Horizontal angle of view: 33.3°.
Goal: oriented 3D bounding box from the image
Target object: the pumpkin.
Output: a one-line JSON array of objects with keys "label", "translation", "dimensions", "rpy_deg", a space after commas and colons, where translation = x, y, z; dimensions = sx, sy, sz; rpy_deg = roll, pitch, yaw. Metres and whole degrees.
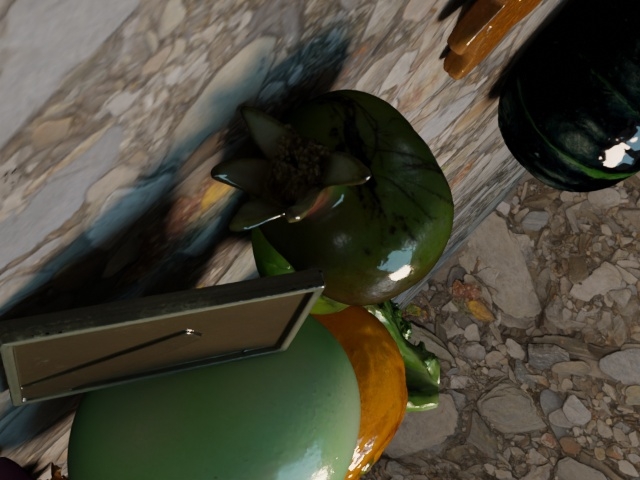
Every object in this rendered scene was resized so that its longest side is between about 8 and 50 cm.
[{"label": "pumpkin", "translation": [0.385, -0.193, 1.389], "dimensions": [0.315, 0.238, 0.315], "rpy_deg": [-42, 176, -4]}]

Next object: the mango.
[{"label": "mango", "translation": [0.000, 0.000, 0.927], "dimensions": [0.233, 0.111, 0.125], "rpy_deg": [56, 48, -71]}]

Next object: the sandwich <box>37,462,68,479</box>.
[{"label": "sandwich", "translation": [-0.227, 0.312, 1.011], "dimensions": [0.079, 0.235, 0.159], "rpy_deg": [-22, -166, 12]}]

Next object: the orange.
[{"label": "orange", "translation": [-0.029, 0.178, 1.208], "dimensions": [0.261, 0.261, 0.261], "rpy_deg": [-44, 171, -9]}]

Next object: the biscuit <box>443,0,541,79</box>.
[{"label": "biscuit", "translation": [0.164, -0.220, 0.904], "dimensions": [0.165, 0.036, 0.250], "rpy_deg": [-46, 175, 1]}]

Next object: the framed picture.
[{"label": "framed picture", "translation": [-0.108, 0.066, 0.714], "dimensions": [0.203, 0.015, 0.150], "rpy_deg": [-10, 160, -16]}]

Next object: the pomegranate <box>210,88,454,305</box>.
[{"label": "pomegranate", "translation": [0.009, -0.036, 0.730], "dimensions": [0.131, 0.152, 0.191], "rpy_deg": [-48, 151, 12]}]

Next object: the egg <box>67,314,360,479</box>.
[{"label": "egg", "translation": [-0.087, 0.165, 0.895], "dimensions": [0.270, 0.220, 0.220], "rpy_deg": [-36, 176, 25]}]

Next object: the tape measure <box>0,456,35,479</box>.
[{"label": "tape measure", "translation": [-0.275, 0.234, 0.846], "dimensions": [0.125, 0.074, 0.118], "rpy_deg": [-47, 172, 27]}]

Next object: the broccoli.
[{"label": "broccoli", "translation": [0.067, 0.171, 1.625], "dimensions": [0.294, 0.245, 0.265], "rpy_deg": [-74, 180, -56]}]
